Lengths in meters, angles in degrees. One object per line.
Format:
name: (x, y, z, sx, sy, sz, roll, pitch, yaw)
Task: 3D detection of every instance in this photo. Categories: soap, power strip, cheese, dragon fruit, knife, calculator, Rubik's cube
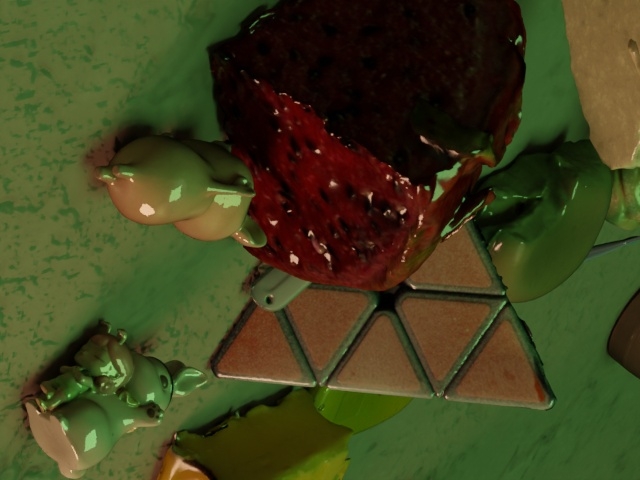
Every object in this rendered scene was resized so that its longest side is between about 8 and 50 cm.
soap: (-0.093, 0.311, 1.668, 0.204, 0.096, 0.324, -20, 138, -47)
power strip: (0.475, 0.123, 2.360, 0.154, 0.078, 0.154, -35, 148, -26)
cheese: (0.220, -0.014, 1.782, 0.202, 0.091, 0.175, -17, 135, -49)
dragon fruit: (0.058, -0.142, 1.307, 0.240, 0.302, 0.330, 40, 73, -34)
knife: (0.353, -0.002, 1.866, 0.044, 0.019, 0.313, -10, 173, -44)
calculator: (0.064, 0.141, 1.783, 0.235, 0.032, 0.146, -17, 137, -47)
knife: (0.000, 0.000, 1.477, 0.162, 0.044, 0.023, -43, -179, 12)
Rubik's cube: (0.071, 0.041, 1.552, 0.228, 0.233, 0.229, 31, 52, -27)

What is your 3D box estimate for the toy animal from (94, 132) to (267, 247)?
toy animal: (-0.105, -0.039, 1.255, 0.089, 0.083, 0.150, -47, 144, 17)

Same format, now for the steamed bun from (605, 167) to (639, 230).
steamed bun: (0.430, -0.164, 1.845, 0.247, 0.189, 0.428, -2, 125, -48)

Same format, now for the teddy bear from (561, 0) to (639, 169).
teddy bear: (0.392, -0.293, 1.493, 0.362, 0.375, 0.327, -19, -177, -22)

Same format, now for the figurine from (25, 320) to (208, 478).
figurine: (-0.156, 0.117, 1.352, 0.146, 0.081, 0.098, -36, 148, -30)
